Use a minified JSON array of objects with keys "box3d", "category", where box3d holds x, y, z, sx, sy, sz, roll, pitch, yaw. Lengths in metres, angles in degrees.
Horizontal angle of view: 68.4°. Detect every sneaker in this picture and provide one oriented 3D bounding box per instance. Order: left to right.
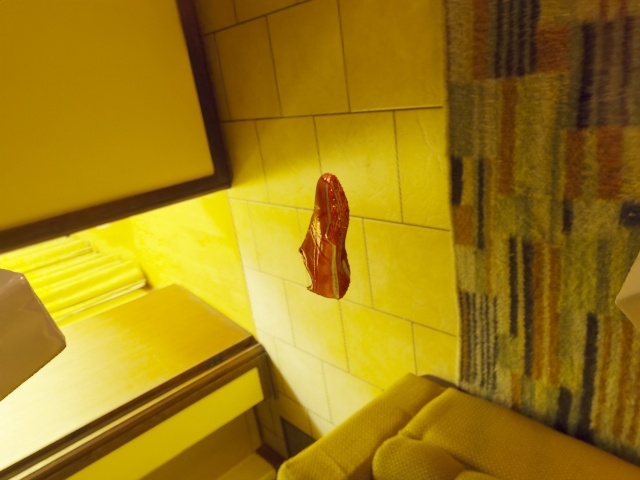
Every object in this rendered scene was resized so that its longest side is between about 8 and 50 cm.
[{"box3d":[0.000,0.000,0.587,0.068,0.064,0.175,11,119,20],"category":"sneaker"}]

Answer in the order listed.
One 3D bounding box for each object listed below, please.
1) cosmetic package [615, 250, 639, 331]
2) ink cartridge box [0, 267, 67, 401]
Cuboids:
[{"box3d":[0.375,0.012,0.284,0.153,0.129,0.296,49,147,6],"category":"cosmetic package"},{"box3d":[-0.328,0.093,0.263,0.275,0.239,0.060,6,125,32],"category":"ink cartridge box"}]
